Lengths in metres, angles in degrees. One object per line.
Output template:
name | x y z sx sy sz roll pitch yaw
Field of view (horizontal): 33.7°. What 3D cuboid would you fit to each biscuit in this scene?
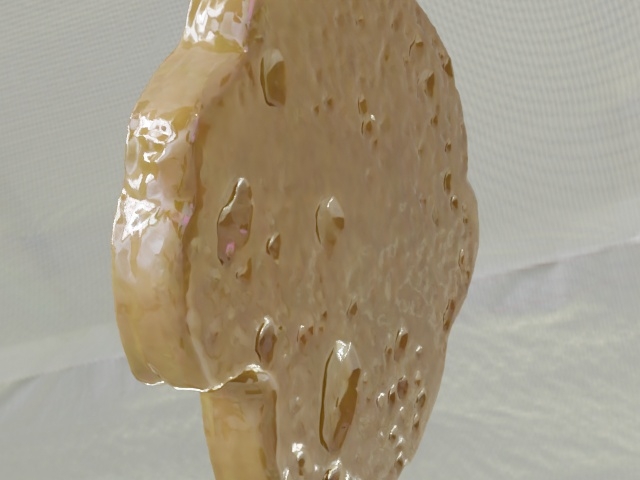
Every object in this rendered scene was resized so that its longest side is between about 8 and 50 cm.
biscuit | 0.000 0.000 0.595 0.057 0.351 0.312 -1 -36 31
